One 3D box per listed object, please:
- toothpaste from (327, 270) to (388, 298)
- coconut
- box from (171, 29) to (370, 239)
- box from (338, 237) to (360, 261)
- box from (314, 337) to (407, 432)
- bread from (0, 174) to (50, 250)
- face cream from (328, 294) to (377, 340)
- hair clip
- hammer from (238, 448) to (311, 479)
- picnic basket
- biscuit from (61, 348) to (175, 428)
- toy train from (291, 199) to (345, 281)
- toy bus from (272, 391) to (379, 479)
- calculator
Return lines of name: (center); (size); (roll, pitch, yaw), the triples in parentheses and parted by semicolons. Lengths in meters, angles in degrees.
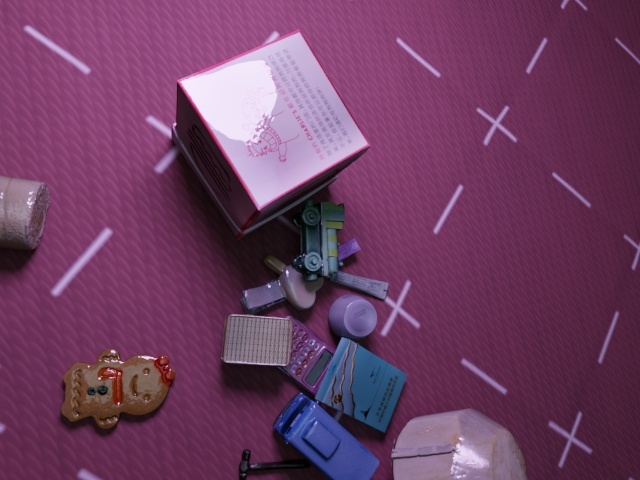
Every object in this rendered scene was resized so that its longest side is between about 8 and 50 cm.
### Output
toothpaste: (0.094, 0.112, 1.169); (0.197, 0.029, 0.048); (18, 78, -19)
coconut: (0.320, 0.562, 1.044); (0.322, 0.323, 0.323); (3, 80, -19)
box: (-0.126, -0.228, 1.003); (0.312, 0.300, 0.315); (-33, 92, -22)
box: (0.046, 0.036, 1.153); (0.117, 0.050, 0.036); (-27, 89, -23)
box: (0.108, 0.364, 1.093); (0.229, 0.041, 0.162); (36, 70, -28)
bread: (-0.647, -0.059, 0.883); (0.141, 0.134, 0.148); (6, 66, -19)
face cream: (0.082, 0.196, 1.108); (0.117, 0.104, 0.117); (3, 82, -18)
hair clip: (-0.093, 0.109, 1.088); (0.218, 0.071, 0.159); (-18, 85, -25)
hammer: (-0.104, 0.529, 1.032); (0.178, 0.021, 0.065); (8, 77, -18)
picnic basket: (-0.147, 0.234, 1.019); (0.164, 0.079, 0.115); (6, 74, -8)
biscuit: (-0.434, 0.319, 0.946); (0.225, 0.036, 0.166); (3, 79, -19)
toy train: (0.000, 0.000, 1.076); (0.132, 0.083, 0.200); (1, 84, -27)
toy bus: (0.013, 0.476, 1.021); (0.234, 0.133, 0.116); (44, 71, -8)
calculator: (-0.043, 0.288, 1.089); (0.190, 0.034, 0.127); (39, 72, -4)
